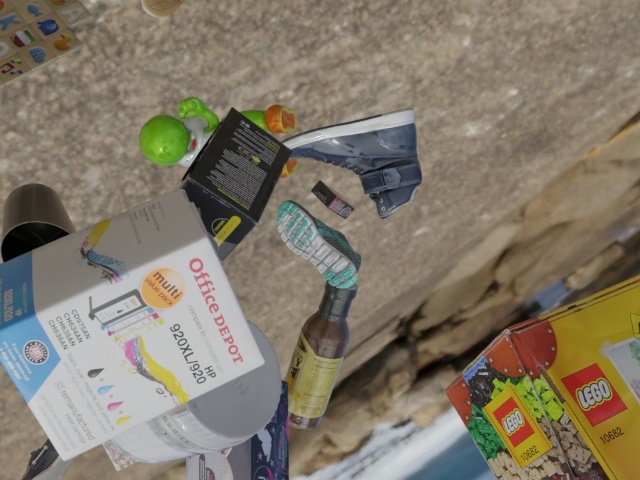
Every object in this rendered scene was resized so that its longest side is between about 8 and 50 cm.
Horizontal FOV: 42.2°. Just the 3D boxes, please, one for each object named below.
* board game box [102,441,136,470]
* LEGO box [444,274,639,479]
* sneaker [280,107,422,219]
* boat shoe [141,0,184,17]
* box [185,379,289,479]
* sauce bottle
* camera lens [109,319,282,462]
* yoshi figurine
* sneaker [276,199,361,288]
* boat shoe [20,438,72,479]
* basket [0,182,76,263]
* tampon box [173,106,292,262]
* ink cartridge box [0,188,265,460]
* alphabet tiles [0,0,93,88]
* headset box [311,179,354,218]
[{"bbox_3d":[-0.389,0.295,1.711,0.141,0.232,0.291,-26,-173,-2],"label":"board game box"},{"bbox_3d":[0.490,0.247,1.145,0.500,0.372,0.193,-15,153,-30],"label":"LEGO box"},{"bbox_3d":[0.048,-0.106,1.298,0.226,0.163,0.086,-9,-170,16],"label":"sneaker"},{"bbox_3d":[-0.323,-0.591,1.796,0.098,0.277,0.096,33,157,-31],"label":"boat shoe"},{"bbox_3d":[-0.166,0.398,1.632,0.163,0.247,0.142,-12,157,28],"label":"box"},{"bbox_3d":[-0.002,0.242,1.812,0.111,0.111,0.344,-5,118,-54],"label":"sauce bottle"},{"bbox_3d":[-0.224,0.244,1.364,0.219,0.219,0.274,-13,172,-45],"label":"camera lens"},{"bbox_3d":[-0.244,-0.213,1.818,0.362,0.204,0.203,2,152,18],"label":"yoshi figurine"},{"bbox_3d":[0.000,0.000,1.295,0.065,0.166,0.076,-41,-179,31],"label":"sneaker"},{"bbox_3d":[-0.551,0.443,1.667,0.206,0.065,0.075,-48,157,-12],"label":"boat shoe"},{"bbox_3d":[-0.617,-0.018,1.821,0.154,0.227,0.204,-41,129,3],"label":"basket"},{"bbox_3d":[-0.125,-0.065,1.065,0.120,0.101,0.161,-44,-164,41],"label":"tampon box"},{"bbox_3d":[-0.209,0.081,0.894,0.232,0.168,0.171,-25,117,-9],"label":"ink cartridge box"},{"bbox_3d":[-0.641,-0.418,1.640,0.342,0.285,0.011,-34,156,-22],"label":"alphabet tiles"},{"bbox_3d":[0.023,-0.084,1.682,0.032,0.062,0.083,-50,146,9],"label":"headset box"}]
